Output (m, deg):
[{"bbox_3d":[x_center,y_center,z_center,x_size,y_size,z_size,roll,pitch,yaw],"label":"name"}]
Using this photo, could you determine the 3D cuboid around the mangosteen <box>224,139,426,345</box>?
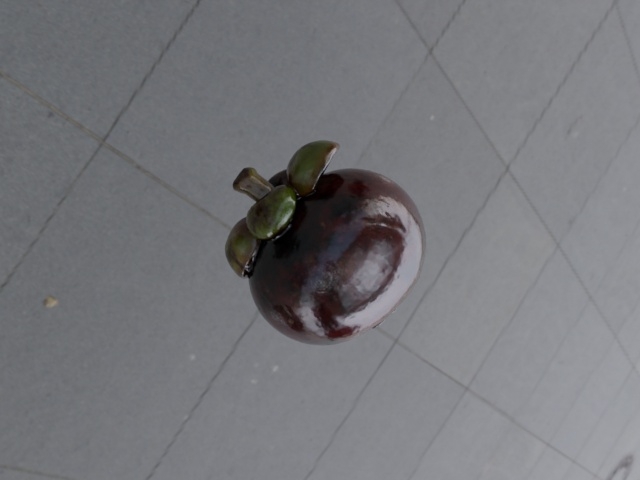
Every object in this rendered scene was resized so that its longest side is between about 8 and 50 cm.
[{"bbox_3d":[0.000,0.000,0.747,0.200,0.200,0.200,-28,133,-35],"label":"mangosteen"}]
